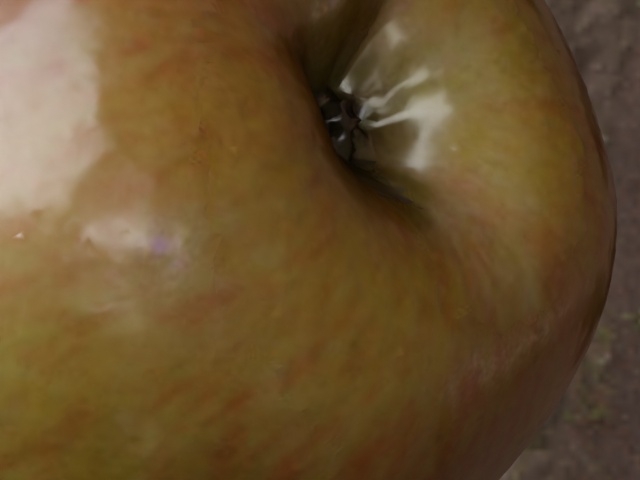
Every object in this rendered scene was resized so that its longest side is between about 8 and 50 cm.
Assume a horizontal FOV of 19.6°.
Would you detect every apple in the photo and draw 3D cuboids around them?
[{"bbox_3d":[-0.066,-0.010,0.797,0.346,0.391,0.391,-16,71,44],"label":"apple"}]
